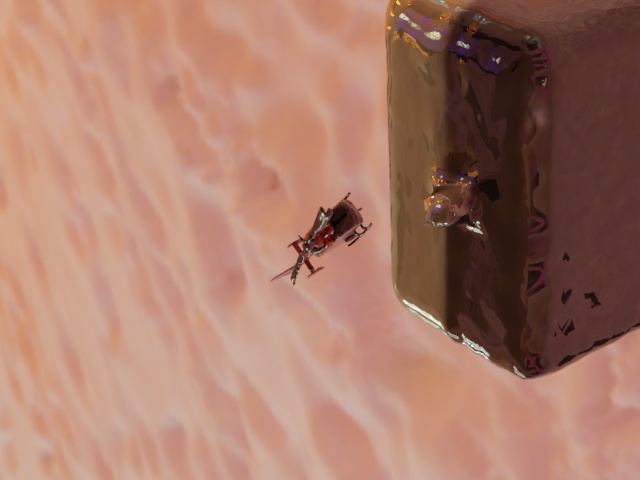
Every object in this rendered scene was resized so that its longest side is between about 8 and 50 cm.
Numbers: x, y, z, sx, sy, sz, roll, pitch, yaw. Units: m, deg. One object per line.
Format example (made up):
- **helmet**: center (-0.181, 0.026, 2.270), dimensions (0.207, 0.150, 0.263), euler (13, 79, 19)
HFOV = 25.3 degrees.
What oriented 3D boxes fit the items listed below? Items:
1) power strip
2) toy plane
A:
- **power strip**: center (0.125, -0.053, 0.433), dimensions (0.070, 0.257, 0.105), euler (28, 132, 45)
- **toy plane**: center (0.000, 0.000, 1.281), dimensions (0.037, 0.060, 0.145), euler (54, 145, 8)
